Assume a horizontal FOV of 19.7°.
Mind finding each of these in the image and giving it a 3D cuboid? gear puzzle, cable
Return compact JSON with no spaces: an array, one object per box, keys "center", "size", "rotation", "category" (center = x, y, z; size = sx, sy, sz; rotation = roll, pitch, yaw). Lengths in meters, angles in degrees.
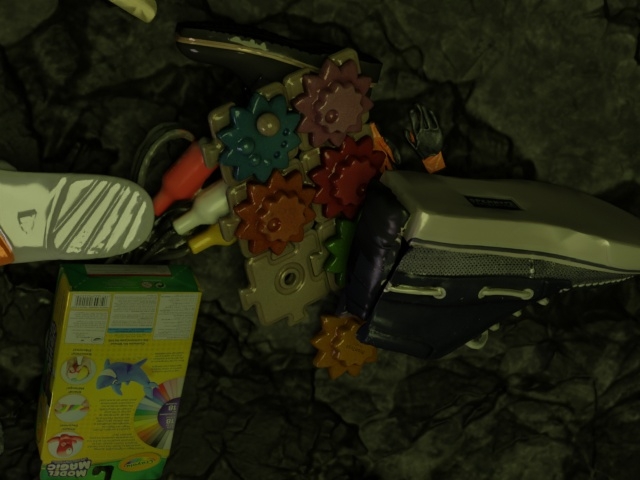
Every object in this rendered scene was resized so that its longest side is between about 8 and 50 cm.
[{"center":[0.000,0.000,1.726],"size":[0.175,0.044,0.339],"rotation":[-26,125,-21],"category":"gear puzzle"},{"center":[-0.164,0.004,1.712],"size":[0.287,0.072,0.139],"rotation":[-44,118,-1],"category":"cable"}]

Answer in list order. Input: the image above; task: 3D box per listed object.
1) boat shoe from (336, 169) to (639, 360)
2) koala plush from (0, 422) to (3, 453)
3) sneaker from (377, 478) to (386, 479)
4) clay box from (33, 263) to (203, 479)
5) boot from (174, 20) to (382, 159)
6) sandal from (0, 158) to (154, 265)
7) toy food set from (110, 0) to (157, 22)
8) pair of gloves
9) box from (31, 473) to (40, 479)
[{"center":[0.169,0.033,1.771],"size":[0.341,0.127,0.158],"rotation":[8,116,-29],"category":"boat shoe"},{"center":[-0.398,0.123,1.633],"size":[0.203,0.196,0.221],"rotation":[-2,108,-2],"category":"koala plush"},{"center":[0.094,0.337,1.852],"size":[0.093,0.088,0.225],"rotation":[-37,109,-4],"category":"sneaker"},{"center":[-0.194,0.127,1.719],"size":[0.127,0.053,0.222],"rotation":[1,122,-22],"category":"clay box"},{"center":[-0.051,-0.123,1.715],"size":[0.198,0.077,0.137],"rotation":[12,105,-15],"category":"boot"},{"center":[-0.286,-0.024,1.675],"size":[0.265,0.076,0.102],"rotation":[3,100,-10],"category":"sandal"},{"center":[-0.155,-0.304,1.660],"size":[0.132,0.038,0.192],"rotation":[28,96,-18],"category":"toy food set"},{"center":[0.080,-0.090,1.784],"size":[0.083,0.010,0.074],"rotation":[-22,107,-8],"category":"pair of gloves"},{"center":[-0.330,0.379,1.724],"size":[0.300,0.142,0.154],"rotation":[-38,101,-2],"category":"box"}]
